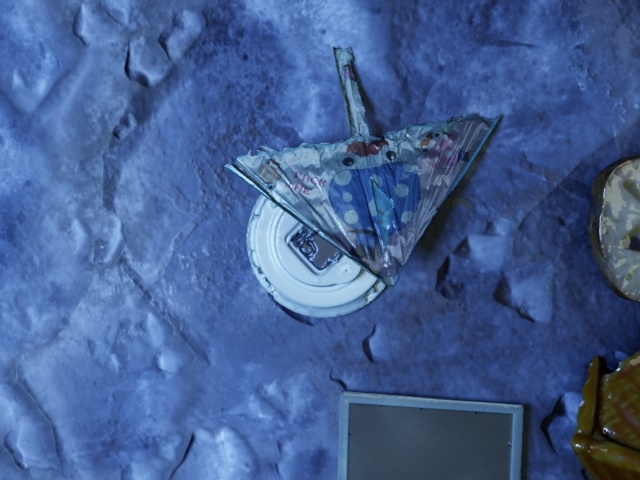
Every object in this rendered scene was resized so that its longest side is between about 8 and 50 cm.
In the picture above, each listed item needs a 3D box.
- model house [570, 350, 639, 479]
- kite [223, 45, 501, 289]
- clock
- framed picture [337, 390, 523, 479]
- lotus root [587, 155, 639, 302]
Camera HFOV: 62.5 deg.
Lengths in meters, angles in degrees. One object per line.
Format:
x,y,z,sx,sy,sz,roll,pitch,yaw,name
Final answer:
0.454,0.255,0.683,0.229,0.220,0.199,-33,129,12,model house
0.067,-0.111,0.753,0.405,0.014,0.369,-10,79,-2,kite
0.000,0.000,0.780,0.236,0.053,0.237,0,91,7,clock
0.159,0.337,0.791,0.274,0.017,0.217,4,93,7,framed picture
0.460,0.007,0.712,0.170,0.074,0.261,-32,90,8,lotus root
